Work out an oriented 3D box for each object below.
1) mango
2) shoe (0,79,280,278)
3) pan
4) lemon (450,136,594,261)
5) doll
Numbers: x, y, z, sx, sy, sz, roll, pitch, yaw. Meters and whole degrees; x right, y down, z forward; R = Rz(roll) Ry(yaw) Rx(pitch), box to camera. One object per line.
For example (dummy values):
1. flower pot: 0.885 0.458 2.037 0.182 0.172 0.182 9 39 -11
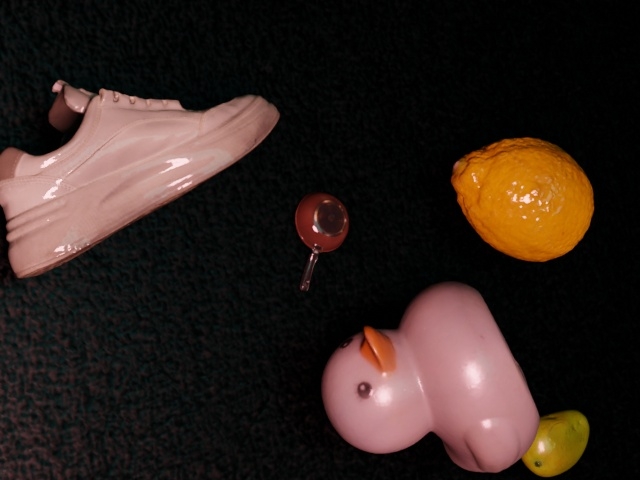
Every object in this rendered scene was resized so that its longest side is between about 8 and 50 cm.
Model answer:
1. mango: 0.282 0.239 1.514 0.108 0.056 0.073 -28 103 -34
2. shoe: -0.197 -0.097 1.242 0.316 0.124 0.159 -36 95 -29
3. pan: 0.000 0.000 1.397 0.068 0.023 0.115 22 72 -28
4. lemon: 0.237 -0.052 1.480 0.187 0.142 0.142 24 71 -19
5. doll: 0.114 0.164 1.367 0.221 0.221 0.251 -59 140 -23
